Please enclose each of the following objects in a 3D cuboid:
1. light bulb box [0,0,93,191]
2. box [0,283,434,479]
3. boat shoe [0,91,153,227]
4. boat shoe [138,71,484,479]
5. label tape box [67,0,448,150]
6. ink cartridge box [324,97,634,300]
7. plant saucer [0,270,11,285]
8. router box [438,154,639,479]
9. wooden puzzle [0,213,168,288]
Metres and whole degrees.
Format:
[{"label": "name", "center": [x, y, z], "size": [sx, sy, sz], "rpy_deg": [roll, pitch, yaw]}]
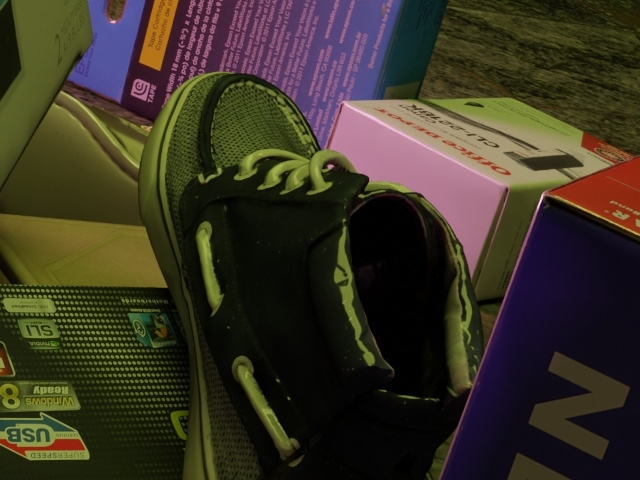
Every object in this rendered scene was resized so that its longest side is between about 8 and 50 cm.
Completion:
[{"label": "light bulb box", "center": [-0.338, -0.128, 0.902], "size": [0.361, 0.225, 0.358], "rpy_deg": [-1, 28, 8]}, {"label": "box", "center": [-0.066, 0.122, 0.873], "size": [0.270, 0.060, 0.216], "rpy_deg": [3, 47, -37]}, {"label": "boat shoe", "center": [-0.140, -0.034, 1.316], "size": [0.324, 0.116, 0.097], "rpy_deg": [26, 15, 14]}, {"label": "boat shoe", "center": [0.000, 0.000, 0.877], "size": [0.127, 0.158, 0.340], "rpy_deg": [15, 41, -28]}, {"label": "label tape box", "center": [-0.061, -0.210, 1.686], "size": [0.334, 0.240, 0.106], "rpy_deg": [25, 20, 22]}, {"label": "ink cartridge box", "center": [0.154, -0.044, 1.596], "size": [0.197, 0.114, 0.273], "rpy_deg": [30, 23, 34]}, {"label": "plant saucer", "center": [-0.140, 0.081, 1.077], "size": [0.311, 0.050, 0.310], "rpy_deg": [14, 18, -5]}, {"label": "router box", "center": [0.127, 0.123, 0.727], "size": [0.082, 0.335, 0.301], "rpy_deg": [26, 20, 23]}, {"label": "wooden puzzle", "center": [-0.092, 0.045, 1.093], "size": [0.239, 0.044, 0.221], "rpy_deg": [11, 19, -34]}]
